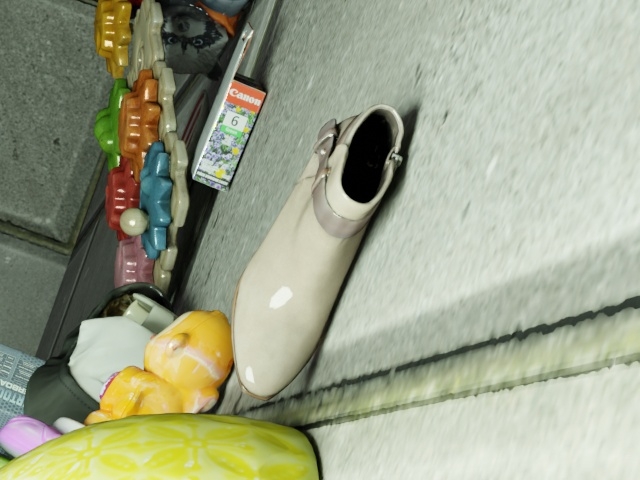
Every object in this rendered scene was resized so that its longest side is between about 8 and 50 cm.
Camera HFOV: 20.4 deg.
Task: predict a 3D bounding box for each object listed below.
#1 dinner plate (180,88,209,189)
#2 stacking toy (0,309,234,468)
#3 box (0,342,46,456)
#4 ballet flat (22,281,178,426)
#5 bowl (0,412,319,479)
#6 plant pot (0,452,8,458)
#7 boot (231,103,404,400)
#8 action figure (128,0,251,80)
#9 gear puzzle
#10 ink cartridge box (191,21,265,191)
[{"bbox_3d":[-0.122,-0.066,1.576,0.141,0.017,0.141,-159,90,-80],"label":"dinner plate"},{"bbox_3d":[-0.141,0.156,0.933,0.302,0.166,0.175,-55,-17,-14],"label":"stacking toy"},{"bbox_3d":[-0.266,0.139,1.324,0.183,0.233,0.059,124,166,-50],"label":"box"},{"bbox_3d":[-0.134,0.087,1.147,0.096,0.095,0.280,-55,13,11],"label":"ballet flat"},{"bbox_3d":[-0.124,0.188,0.703,0.289,0.156,0.289,-160,90,-81],"label":"bowl"},{"bbox_3d":[-0.198,0.212,1.206,0.109,0.096,0.109,167,123,-78],"label":"plant pot"},{"bbox_3d":[0.000,0.000,0.737,0.087,0.042,0.118,131,157,-58],"label":"boot"},{"bbox_3d":[-0.079,-0.295,1.526,0.341,0.179,0.330,30,107,62],"label":"action figure"},{"bbox_3d":[-0.157,-0.098,1.422,0.175,0.044,0.339,108,157,-44],"label":"gear puzzle"},{"bbox_3d":[-0.060,-0.097,1.279,0.063,0.029,0.115,-114,46,-76],"label":"ink cartridge box"}]
